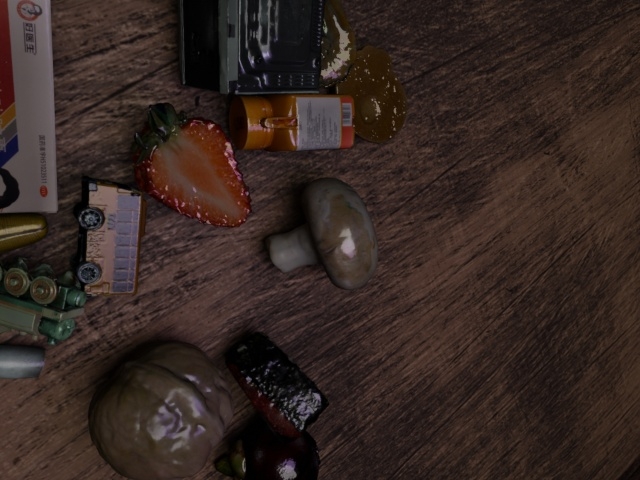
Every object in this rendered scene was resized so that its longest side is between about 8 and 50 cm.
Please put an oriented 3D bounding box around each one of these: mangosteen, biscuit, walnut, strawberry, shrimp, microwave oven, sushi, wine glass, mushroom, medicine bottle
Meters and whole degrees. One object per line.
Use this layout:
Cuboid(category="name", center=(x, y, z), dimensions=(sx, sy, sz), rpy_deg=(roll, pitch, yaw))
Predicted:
Cuboid(category="mangosteen", center=(-0.116, 0.487, 1.084), dimensions=(0.231, 0.194, 0.193), rpy_deg=(-9, 105, -6))
Cuboid(category="biscuit", center=(0.107, -0.319, 1.122), dimensions=(0.181, 0.049, 0.208), rpy_deg=(-41, 115, -17))
Cuboid(category="walnut", center=(-0.289, 0.306, 0.914), dimensions=(0.249, 0.248, 0.248), rpy_deg=(-6, 103, -29))
Cuboid(category="strawberry", center=(-0.246, -0.130, 0.919), dimensions=(0.188, 0.106, 0.286), rpy_deg=(-57, 135, -23))
Cuboid(category="shrimp", center=(-0.026, -0.429, 1.014), dimensions=(0.173, 0.058, 0.253), rpy_deg=(-35, 105, -3))
Cuboid(category="microwave oven", center=(-0.111, -0.409, 0.853), dimensions=(0.238, 0.181, 0.294), rpy_deg=(-14, 117, -39))
Cuboid(category="sushi", center=(-0.090, 0.299, 1.040), dimensions=(0.126, 0.136, 0.225), rpy_deg=(-37, 71, -13))
Cuboid(category="wine glass", center=(-0.570, 0.201, 0.828), dimensions=(0.198, 0.066, 0.066), rpy_deg=(12, 94, -33))
Cuboid(category="mushroom", center=(0.000, 0.000, 1.041), dimensions=(0.244, 0.244, 0.243), rpy_deg=(-6, 103, -29))
Cuboid(category="medicine bottle", center=(-0.058, -0.232, 0.985), dimensions=(0.222, 0.149, 0.111), rpy_deg=(-8, 105, -28))

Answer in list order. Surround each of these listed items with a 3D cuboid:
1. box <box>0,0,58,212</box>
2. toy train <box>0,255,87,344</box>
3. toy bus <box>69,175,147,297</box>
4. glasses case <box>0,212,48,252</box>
Cuboid(category="box", center=(-0.500, -0.200, 0.712), dimensions=(0.215, 0.069, 0.352), rpy_deg=(-3, 127, -30))
Cuboid(category="toy train", center=(-0.474, 0.097, 0.805), dimensions=(0.194, 0.081, 0.125), rpy_deg=(14, 95, 10))
Cuboid(category="toy bus", center=(-0.371, -0.008, 0.879), dimensions=(0.114, 0.098, 0.200), rpy_deg=(2, 100, -33))
Cuboid(category="glasses case", center=(-0.557, -0.002, 0.783), dimensions=(0.234, 0.079, 0.064), rpy_deg=(-14, 114, -27))
